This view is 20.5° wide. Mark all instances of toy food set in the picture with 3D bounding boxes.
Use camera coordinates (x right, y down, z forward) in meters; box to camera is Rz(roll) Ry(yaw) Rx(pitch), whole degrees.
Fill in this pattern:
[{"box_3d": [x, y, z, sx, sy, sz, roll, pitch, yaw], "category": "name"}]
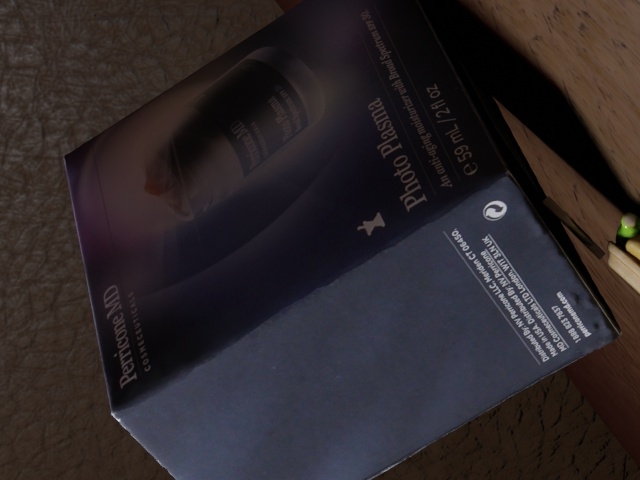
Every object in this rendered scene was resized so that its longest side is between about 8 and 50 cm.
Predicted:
[{"box_3d": [0.230, 0.036, 1.104, 0.192, 0.038, 0.132, 45, -175, 26], "category": "toy food set"}]

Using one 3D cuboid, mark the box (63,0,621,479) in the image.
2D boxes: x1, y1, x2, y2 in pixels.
[{"box_3d": [0.000, 0.000, 1.218, 0.183, 0.294, 0.296, 50, -168, -37], "category": "box"}]
